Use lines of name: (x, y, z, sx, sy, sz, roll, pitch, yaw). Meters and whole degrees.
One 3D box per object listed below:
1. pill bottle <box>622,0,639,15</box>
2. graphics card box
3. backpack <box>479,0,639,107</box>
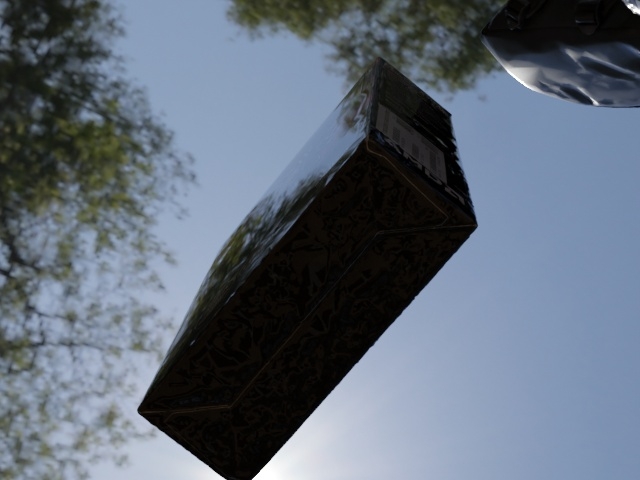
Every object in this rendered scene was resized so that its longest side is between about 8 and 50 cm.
pill bottle: (0.314, -0.220, 0.966, 0.123, 0.123, 0.219, -56, -136, 9)
graphics card box: (0.000, 0.000, 0.891, 0.233, 0.094, 0.371, -49, -171, 15)
backpack: (0.410, -0.313, 1.404, 0.290, 0.273, 0.356, 10, -112, 56)
